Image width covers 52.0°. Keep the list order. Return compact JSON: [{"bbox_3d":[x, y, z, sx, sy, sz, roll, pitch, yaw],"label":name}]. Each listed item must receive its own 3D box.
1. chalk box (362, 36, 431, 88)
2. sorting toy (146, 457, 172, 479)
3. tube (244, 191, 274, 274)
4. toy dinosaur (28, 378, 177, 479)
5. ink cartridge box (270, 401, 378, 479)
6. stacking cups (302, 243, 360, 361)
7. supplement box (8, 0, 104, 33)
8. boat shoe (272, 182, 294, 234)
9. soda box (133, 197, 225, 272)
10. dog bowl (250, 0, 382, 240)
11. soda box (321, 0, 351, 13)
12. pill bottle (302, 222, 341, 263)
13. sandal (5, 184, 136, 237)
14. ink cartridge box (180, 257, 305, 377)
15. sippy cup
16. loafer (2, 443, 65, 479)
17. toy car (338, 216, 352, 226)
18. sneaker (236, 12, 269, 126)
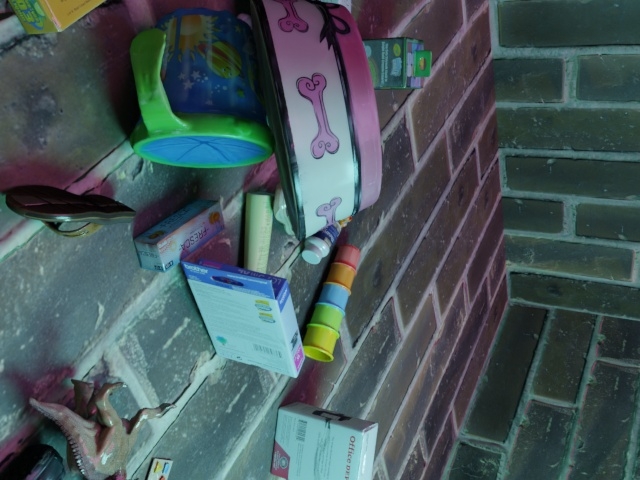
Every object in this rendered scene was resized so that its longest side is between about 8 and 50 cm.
[{"bbox_3d":[0.201,-0.473,1.763,0.132,0.213,0.132,-20,114,-59],"label":"chalk box"},{"bbox_3d":[-0.311,0.460,1.252,0.062,0.012,0.083,41,61,-57],"label":"sorting toy"},{"bbox_3d":[-0.139,0.016,1.421,0.070,0.062,0.240,-2,102,-32],"label":"tube"},{"bbox_3d":[-0.339,0.330,1.018,0.296,0.127,0.200,62,35,-61],"label":"toy dinosaur"},{"bbox_3d":[0.010,0.513,1.616,0.100,0.237,0.172,6,91,-62],"label":"ink cartridge box"},{"bbox_3d":[0.033,0.154,1.732,0.096,0.096,0.316,53,49,-52],"label":"stacking cups"},{"bbox_3d":[-0.338,-0.383,0.941,0.233,0.080,0.078,-59,143,-40],"label":"supplement box"},{"bbox_3d":[-0.035,-0.066,1.498,0.285,0.092,0.103,45,55,-75],"label":"boat shoe"},{"bbox_3d":[-0.253,-0.013,1.200,0.183,0.058,0.063,-42,132,-49],"label":"soda box"},{"bbox_3d":[-0.008,-0.212,1.111,0.408,0.150,0.408,168,-90,-85],"label":"dog bowl"},{"bbox_3d":[0.028,-0.561,1.571,0.069,0.074,0.216,-23,117,-58],"label":"soda box"},{"bbox_3d":[0.000,0.000,1.657,0.120,0.067,0.067,-60,144,-36],"label":"pill bottle"},{"bbox_3d":[-0.368,-0.036,0.982,0.060,0.090,0.219,-64,161,10],"label":"sandal"},{"bbox_3d":[-0.140,0.139,1.257,0.311,0.185,0.065,79,29,-49],"label":"ink cartridge box"},{"bbox_3d":[-0.195,-0.255,1.102,0.305,0.240,0.224,160,-70,-73],"label":"sippy cup"},{"bbox_3d":[-0.443,0.394,0.926,0.223,0.076,0.078,-56,134,-45],"label":"loafer"},{"bbox_3d":[0.050,-0.072,1.761,0.122,0.040,0.060,32,69,-60],"label":"toy car"},{"bbox_3d":[-0.090,-0.332,1.329,0.094,0.151,0.256,-44,132,-47],"label":"sneaker"}]
